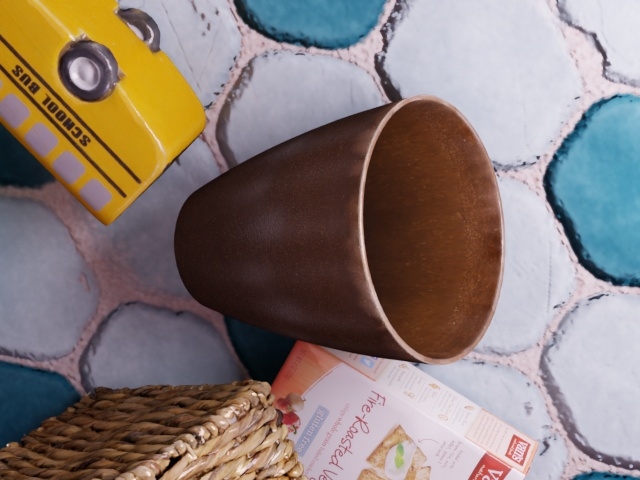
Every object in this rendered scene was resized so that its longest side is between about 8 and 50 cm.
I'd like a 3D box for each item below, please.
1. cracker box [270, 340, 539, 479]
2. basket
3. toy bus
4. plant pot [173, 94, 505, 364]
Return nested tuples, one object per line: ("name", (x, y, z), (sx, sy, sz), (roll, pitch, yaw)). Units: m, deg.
("cracker box", (0.055, 0.189, 1.693), (0.232, 0.067, 0.155), (31, 119, 3))
("basket", (-0.152, 0.267, 1.660), (0.299, 0.213, 0.223), (-7, 112, 50))
("toy bus", (-0.247, -0.180, 1.615), (0.332, 0.108, 0.130), (45, 120, -4))
("plant pot", (0.000, 0.000, 1.570), (0.230, 0.215, 0.215), (-5, 111, 35))
